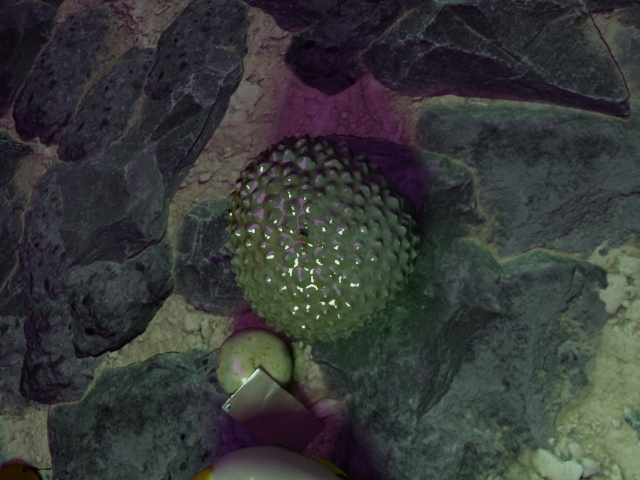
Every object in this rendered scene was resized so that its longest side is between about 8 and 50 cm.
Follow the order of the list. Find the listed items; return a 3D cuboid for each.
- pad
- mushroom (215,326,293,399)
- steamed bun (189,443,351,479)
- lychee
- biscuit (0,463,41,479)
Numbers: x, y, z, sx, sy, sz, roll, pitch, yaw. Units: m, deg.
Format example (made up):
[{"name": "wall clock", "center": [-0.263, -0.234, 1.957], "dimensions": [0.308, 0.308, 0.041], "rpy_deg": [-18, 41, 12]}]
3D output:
[{"name": "pad", "center": [-0.093, 0.355, 1.488], "dimensions": [0.113, 0.188, 0.006], "rpy_deg": [-47, 12, 1]}, {"name": "mushroom", "center": [-0.140, 0.263, 1.550], "dimensions": [0.127, 0.166, 0.166], "rpy_deg": [-56, 46, 43]}, {"name": "steamed bun", "center": [-0.074, 0.526, 1.293], "dimensions": [0.374, 0.334, 0.333], "rpy_deg": [16, 77, 30]}, {"name": "lychee", "center": [0.000, 0.000, 1.459], "dimensions": [0.381, 0.432, 0.380], "rpy_deg": [-29, 21, 12]}, {"name": "biscuit", "center": [-0.734, 0.637, 1.748], "dimensions": [0.212, 0.036, 0.212], "rpy_deg": [-10, 66, 23]}]
